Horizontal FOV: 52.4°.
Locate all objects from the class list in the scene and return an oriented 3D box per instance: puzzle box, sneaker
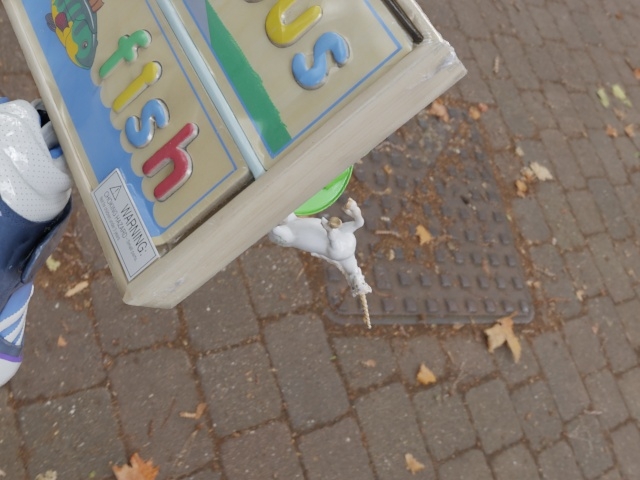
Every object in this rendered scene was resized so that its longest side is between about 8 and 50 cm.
[{"bbox_3d":[-0.111,-0.190,0.495,0.409,0.272,0.052,60,18,23],"label":"puzzle box"},{"bbox_3d":[-0.280,-0.003,0.574,0.130,0.323,0.236,30,75,-9],"label":"sneaker"}]

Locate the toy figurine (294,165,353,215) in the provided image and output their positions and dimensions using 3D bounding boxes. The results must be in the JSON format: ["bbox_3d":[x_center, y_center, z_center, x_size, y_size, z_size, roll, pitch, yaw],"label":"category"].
[{"bbox_3d":[-0.036,-0.126,0.837,0.173,0.159,0.130,-37,121,-15],"label":"toy figurine"}]

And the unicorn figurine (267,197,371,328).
[{"bbox_3d":[0.000,0.000,0.635,0.161,0.111,0.060,31,64,15],"label":"unicorn figurine"}]
